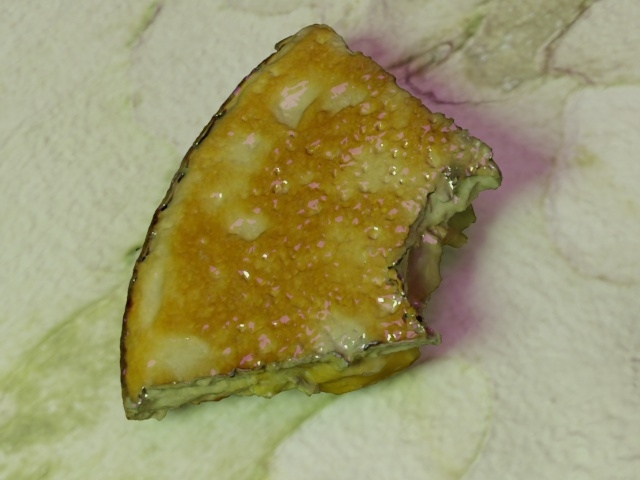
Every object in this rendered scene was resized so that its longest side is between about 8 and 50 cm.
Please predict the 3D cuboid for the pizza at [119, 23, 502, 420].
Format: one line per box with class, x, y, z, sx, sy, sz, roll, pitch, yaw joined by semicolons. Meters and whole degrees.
pizza;0.000;0.000;1.196;0.223;0.089;0.323;13;62;21
